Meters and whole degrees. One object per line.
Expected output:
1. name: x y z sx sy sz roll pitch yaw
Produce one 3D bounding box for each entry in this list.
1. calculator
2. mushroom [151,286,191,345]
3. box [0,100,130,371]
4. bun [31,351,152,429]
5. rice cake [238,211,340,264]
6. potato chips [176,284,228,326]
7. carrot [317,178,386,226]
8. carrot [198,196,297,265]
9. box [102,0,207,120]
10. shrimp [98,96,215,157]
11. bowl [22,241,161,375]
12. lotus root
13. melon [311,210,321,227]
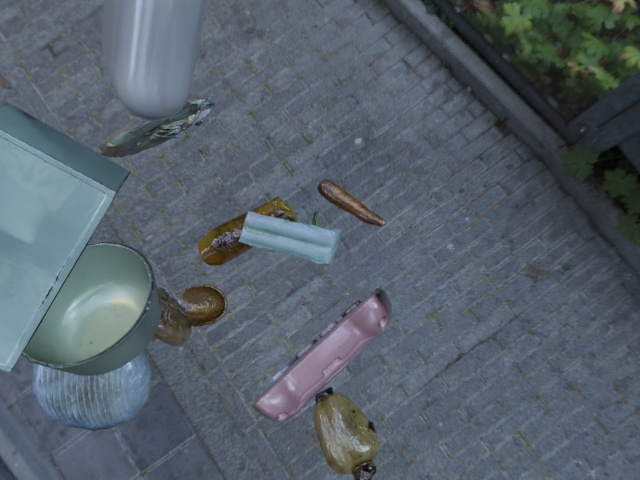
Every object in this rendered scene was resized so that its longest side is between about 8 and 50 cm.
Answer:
1. calculator: 0.008 0.148 0.635 0.220 0.330 0.048 -43 84 -5
2. mushroom: -0.536 0.227 1.440 0.285 0.151 0.156 33 86 1
3. box: -0.307 -0.002 0.460 0.129 0.086 0.225 31 104 -22
4. bun: -0.701 0.423 1.471 0.361 0.211 0.363 0 97 2
5. rice cake: -0.072 -0.008 1.071 0.226 0.040 0.085 13 100 6
6. potato chips: -0.413 0.230 1.636 0.201 0.049 0.150 -6 63 12
7. carrot: 0.093 -0.108 1.427 0.247 0.059 0.059 35 87 11
8. carrot: -0.219 -0.028 1.400 0.301 0.114 0.114 -29 83 -3
9. box: -0.296 -0.411 0.818 0.141 0.349 0.289 0 40 -31
10. shrimp: -0.418 -0.312 1.246 0.360 0.246 0.085 -36 105 -34
11. bowl: -0.338 0.115 0.718 0.211 0.112 0.212 -4 53 5
12. lotus root: 0.070 0.519 1.250 0.154 0.140 0.257 -28 71 -1
13. melon: 0.001 -0.001 1.742 0.053 0.114 0.262 -15 124 1
